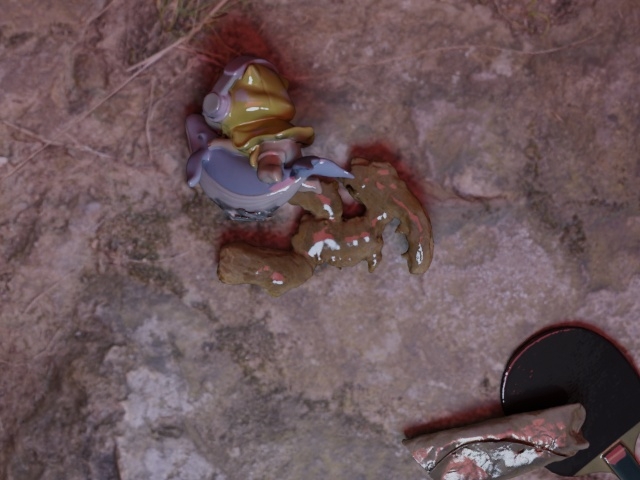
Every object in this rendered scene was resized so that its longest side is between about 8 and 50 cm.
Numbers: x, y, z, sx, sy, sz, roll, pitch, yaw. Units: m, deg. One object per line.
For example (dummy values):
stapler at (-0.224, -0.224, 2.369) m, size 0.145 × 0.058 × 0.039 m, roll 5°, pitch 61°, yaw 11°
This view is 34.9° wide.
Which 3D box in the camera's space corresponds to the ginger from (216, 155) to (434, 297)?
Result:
ginger at (-0.001, -0.016, 1.195) m, size 0.259 × 0.065 × 0.149 m, roll -10°, pitch 85°, yaw 1°

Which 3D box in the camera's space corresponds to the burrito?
burrito at (0.219, 0.253, 1.239) m, size 0.226 × 0.060 × 0.087 m, roll -17°, pitch 100°, yaw 3°

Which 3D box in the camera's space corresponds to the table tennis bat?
table tennis bat at (0.352, 0.240, 1.283) m, size 0.173 × 0.022 × 0.301 m, roll -40°, pitch 100°, yaw 1°

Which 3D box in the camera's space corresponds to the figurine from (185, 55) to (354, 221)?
figurine at (-0.067, -0.108, 1.130) m, size 0.208 × 0.128 × 0.183 m, roll 17°, pitch 96°, yaw 29°
